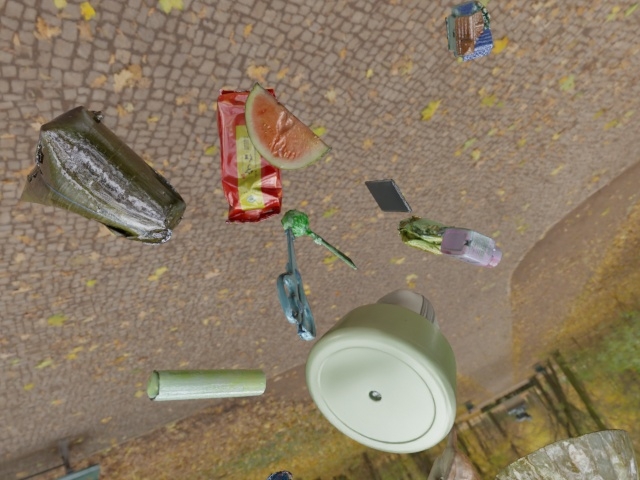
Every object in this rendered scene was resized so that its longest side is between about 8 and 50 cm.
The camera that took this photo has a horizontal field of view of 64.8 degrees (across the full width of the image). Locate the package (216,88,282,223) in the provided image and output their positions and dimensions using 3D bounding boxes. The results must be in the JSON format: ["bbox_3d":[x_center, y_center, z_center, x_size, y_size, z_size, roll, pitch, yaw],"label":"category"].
[{"bbox_3d":[-0.223,-0.269,1.615,0.195,0.424,0.123,-4,-176,3],"label":"package"}]

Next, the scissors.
[{"bbox_3d":[-0.071,0.090,1.279,0.032,0.393,0.180,-22,128,9],"label":"scissors"}]

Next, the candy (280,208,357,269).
[{"bbox_3d":[-0.001,0.000,1.676,0.097,0.323,0.097,-42,154,-26],"label":"candy"}]

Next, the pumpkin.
[{"bbox_3d":[0.379,0.373,0.747,0.217,0.110,0.217,-12,141,-10],"label":"pumpkin"}]

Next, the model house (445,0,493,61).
[{"bbox_3d":[0.402,-0.542,1.327,0.119,0.149,0.148,-9,123,9],"label":"model house"}]

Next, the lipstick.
[{"bbox_3d":[-0.285,0.366,1.290,0.304,0.076,0.076,10,137,-35],"label":"lipstick"}]

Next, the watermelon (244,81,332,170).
[{"bbox_3d":[-0.091,-0.303,1.461,0.128,0.303,0.159,-20,149,-57],"label":"watermelon"}]

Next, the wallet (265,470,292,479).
[{"bbox_3d":[-0.069,0.517,0.850,0.059,0.202,0.141,24,111,-35],"label":"wallet"}]

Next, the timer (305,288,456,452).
[{"bbox_3d":[0.157,0.220,1.050,0.291,0.290,0.315,-48,-179,35],"label":"timer"}]

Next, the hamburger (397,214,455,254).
[{"bbox_3d":[0.392,-0.019,1.888,0.214,0.125,0.235,7,-163,7],"label":"hamburger"}]

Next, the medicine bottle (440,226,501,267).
[{"bbox_3d":[0.491,0.026,1.617,0.187,0.095,0.119,19,175,-31],"label":"medicine bottle"}]

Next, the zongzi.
[{"bbox_3d":[-0.617,-0.101,1.400,0.432,0.403,0.208,-35,-160,38],"label":"zongzi"}]

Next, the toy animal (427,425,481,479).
[{"bbox_3d":[0.323,0.499,1.028,0.184,0.185,0.104,-57,172,-41],"label":"toy animal"}]

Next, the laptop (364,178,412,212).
[{"bbox_3d":[0.219,-0.144,1.650,0.016,0.129,0.180,-39,-162,-17],"label":"laptop"}]
